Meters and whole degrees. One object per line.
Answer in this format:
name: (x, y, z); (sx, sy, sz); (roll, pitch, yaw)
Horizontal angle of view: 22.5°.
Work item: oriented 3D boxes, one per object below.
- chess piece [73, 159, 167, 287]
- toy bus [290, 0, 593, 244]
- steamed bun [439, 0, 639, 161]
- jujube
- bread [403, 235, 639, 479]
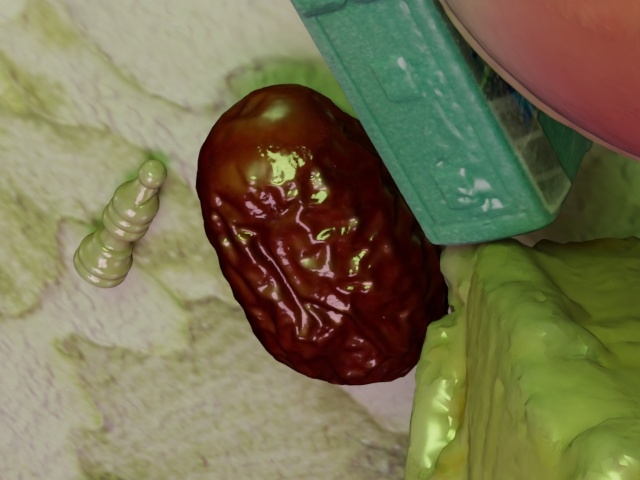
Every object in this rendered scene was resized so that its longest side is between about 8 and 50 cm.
chess piece: (-0.113, -0.013, 0.941); (0.035, 0.035, 0.092); (28, 131, -8)
toy bus: (0.042, -0.120, 0.745); (0.091, 0.109, 0.261); (-11, 127, 34)
steamed bun: (0.158, -0.144, 0.556); (0.309, 0.309, 0.309); (9, 134, 10)
jujube: (0.000, 0.000, 0.865); (0.112, 0.109, 0.176); (-29, 121, -3)
bread: (0.223, 0.215, 0.771); (0.371, 0.279, 0.390); (2, 106, -11)
